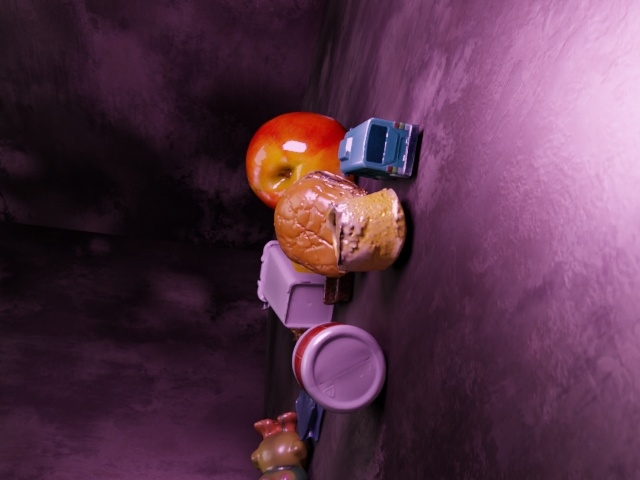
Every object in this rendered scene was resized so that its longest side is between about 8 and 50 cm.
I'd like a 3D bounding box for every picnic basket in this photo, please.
[{"bbox_3d":[0.055,0.153,1.707,0.193,0.055,0.110,139,138,-75],"label":"picnic basket"}]

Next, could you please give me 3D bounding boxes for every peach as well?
[{"bbox_3d":[-0.055,-0.257,1.778,0.388,0.388,0.388,-173,90,-79],"label":"peach"}]

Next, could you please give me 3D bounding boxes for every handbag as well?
[{"bbox_3d":[-0.034,0.580,1.891,0.229,0.062,0.179,-110,32,-68],"label":"handbag"}]

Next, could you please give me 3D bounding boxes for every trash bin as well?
[{"bbox_3d":[-0.085,0.189,1.984,0.367,0.256,0.295,-131,51,-65],"label":"trash bin"}]

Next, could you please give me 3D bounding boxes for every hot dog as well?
[{"bbox_3d":[-0.086,0.369,2.258,0.250,0.076,0.104,-106,24,-60],"label":"hot dog"}]

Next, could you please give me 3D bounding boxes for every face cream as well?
[{"bbox_3d":[0.040,0.302,1.290,0.187,0.201,0.201,151,125,-78],"label":"face cream"}]

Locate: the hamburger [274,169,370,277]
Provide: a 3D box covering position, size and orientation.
[{"bbox_3d":[0.004,-0.052,1.529,0.158,0.319,0.318,-22,-50,-54],"label":"hamburger"}]

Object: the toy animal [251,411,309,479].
[{"bbox_3d":[-0.133,0.814,1.919,0.191,0.216,0.338,55,-160,-47],"label":"toy animal"}]

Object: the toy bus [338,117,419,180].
[{"bbox_3d":[0.134,-0.218,1.302,0.256,0.147,0.128,-161,80,-78],"label":"toy bus"}]

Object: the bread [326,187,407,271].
[{"bbox_3d":[0.109,-0.021,1.240,0.197,0.171,0.197,175,90,-82],"label":"bread"}]
